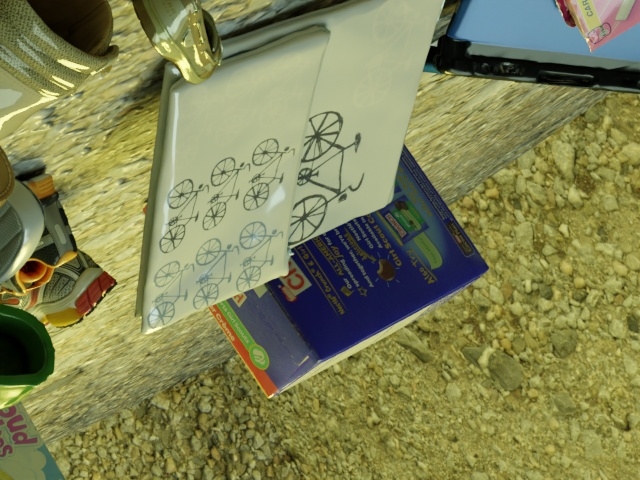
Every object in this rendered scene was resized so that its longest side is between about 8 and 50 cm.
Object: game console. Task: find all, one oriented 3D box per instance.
[{"bbox_3d":[0.238,-0.247,1.638,0.293,0.173,0.250,3,-172,-26],"label":"game console"}]

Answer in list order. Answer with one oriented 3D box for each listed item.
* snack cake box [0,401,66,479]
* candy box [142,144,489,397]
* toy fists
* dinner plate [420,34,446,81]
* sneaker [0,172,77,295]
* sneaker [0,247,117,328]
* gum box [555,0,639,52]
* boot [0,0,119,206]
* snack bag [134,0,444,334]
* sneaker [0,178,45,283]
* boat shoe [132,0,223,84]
[{"bbox_3d":[-0.371,0.183,1.523,0.152,0.264,0.089,-27,172,-35],"label":"snack cake box"},{"bbox_3d":[0.000,0.000,1.826,0.317,0.268,0.122,-24,166,-44],"label":"candy box"},{"bbox_3d":[-0.362,0.093,1.284,0.279,0.096,0.142,10,149,-40],"label":"toy fists"},{"bbox_3d":[0.137,-0.219,1.919,0.141,0.017,0.141,-30,172,-5],"label":"dinner plate"},{"bbox_3d":[-0.291,0.017,1.462,0.084,0.083,0.215,-28,174,-35],"label":"sneaker"},{"bbox_3d":[-0.299,0.040,1.639,0.225,0.093,0.088,-17,-154,49],"label":"sneaker"},{"bbox_3d":[0.263,-0.273,1.472,0.107,0.062,0.188,-32,137,3],"label":"gum box"},{"bbox_3d":[-0.211,-0.090,1.008,0.203,0.095,0.262,-34,169,10],"label":"boot"},{"bbox_3d":[-0.023,-0.084,1.496,0.342,0.037,0.323,-24,144,-34],"label":"snack bag"},{"bbox_3d":[-0.293,-0.004,1.333,0.091,0.094,0.258,-38,-172,-40],"label":"sneaker"},{"bbox_3d":[-0.095,-0.158,1.178,0.048,0.056,0.153,-27,166,7],"label":"boat shoe"}]
